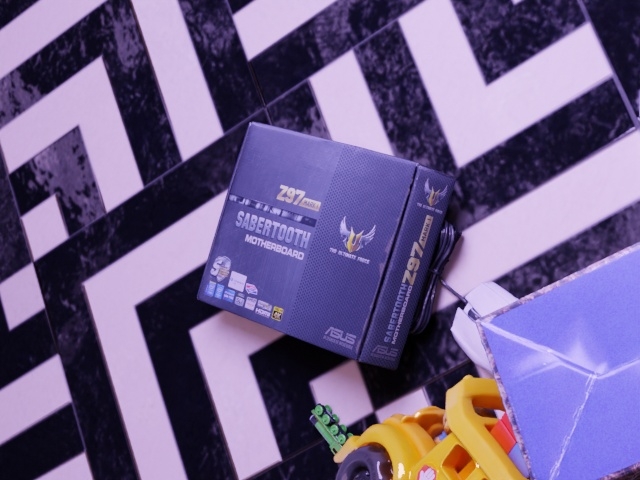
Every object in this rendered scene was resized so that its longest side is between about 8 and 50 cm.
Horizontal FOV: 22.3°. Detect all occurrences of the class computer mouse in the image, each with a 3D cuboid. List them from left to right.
[{"bbox_3d":[0.148,0.071,1.413,0.193,0.042,0.106,37,101,34],"label":"computer mouse"}]

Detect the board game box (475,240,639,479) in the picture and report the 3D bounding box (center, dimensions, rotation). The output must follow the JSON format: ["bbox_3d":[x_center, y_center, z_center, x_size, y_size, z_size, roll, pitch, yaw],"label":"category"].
[{"bbox_3d":[0.292,0.089,1.159,0.232,0.291,0.141,-28,67,27],"label":"board game box"}]

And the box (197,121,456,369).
[{"bbox_3d":[0.000,0.000,1.499,0.233,0.059,0.183,19,91,44],"label":"box"}]

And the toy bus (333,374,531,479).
[{"bbox_3d":[0.135,0.184,1.300,0.211,0.149,0.220,-61,37,20],"label":"toy bus"}]

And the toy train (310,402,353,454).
[{"bbox_3d":[0.018,0.184,1.496,0.083,0.017,0.023,49,119,31],"label":"toy train"}]
